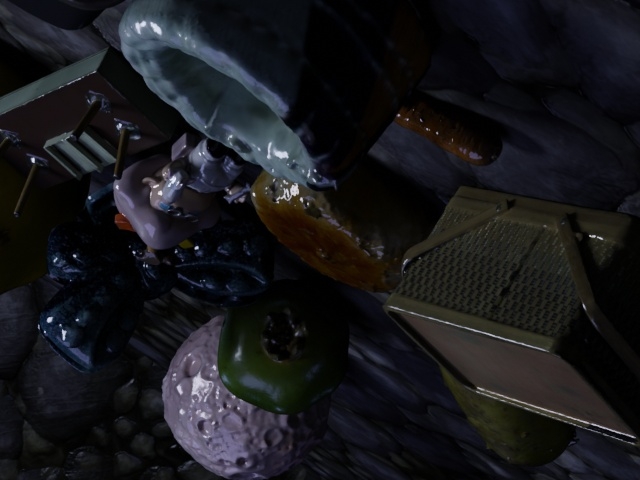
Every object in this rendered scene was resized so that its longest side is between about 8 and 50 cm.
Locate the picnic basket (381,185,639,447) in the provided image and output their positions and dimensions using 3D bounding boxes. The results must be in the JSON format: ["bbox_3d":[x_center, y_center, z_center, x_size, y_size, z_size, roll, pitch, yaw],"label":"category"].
[{"bbox_3d":[0.202,0.063,1.383,0.165,0.139,0.266,44,162,-33],"label":"picnic basket"}]

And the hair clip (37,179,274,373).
[{"bbox_3d":[-0.218,0.024,1.941,0.206,0.310,0.194,64,165,6],"label":"hair clip"}]

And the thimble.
[{"bbox_3d":[-0.039,-0.151,1.216,0.237,0.150,0.237,32,166,9],"label":"thimble"}]

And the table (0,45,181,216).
[{"bbox_3d":[-0.296,-0.112,1.787,0.240,0.111,0.121,-17,131,41],"label":"table"}]

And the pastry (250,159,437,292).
[{"bbox_3d":[0.023,-0.022,1.592,0.192,0.093,0.182,38,162,-12],"label":"pastry"}]

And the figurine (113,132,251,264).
[{"bbox_3d":[-0.165,-0.058,1.782,0.137,0.112,0.229,9,150,-34],"label":"figurine"}]

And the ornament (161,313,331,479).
[{"bbox_3d":[-0.102,0.231,2.351,0.259,0.225,0.259,37,-153,-23],"label":"ornament"}]

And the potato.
[{"bbox_3d":[0.210,0.162,1.737,0.149,0.113,0.251,29,157,48],"label":"potato"}]

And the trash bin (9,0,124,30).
[{"bbox_3d":[-0.198,-0.269,1.141,0.209,0.182,0.290,36,170,-9],"label":"trash bin"}]

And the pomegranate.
[{"bbox_3d":[-0.048,0.137,2.053,0.187,0.187,0.225,33,172,4],"label":"pomegranate"}]

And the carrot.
[{"bbox_3d":[0.084,-0.106,1.317,0.165,0.036,0.036,29,164,27],"label":"carrot"}]

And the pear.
[{"bbox_3d":[-0.503,-0.088,1.996,0.418,0.362,0.362,17,175,-30],"label":"pear"}]
